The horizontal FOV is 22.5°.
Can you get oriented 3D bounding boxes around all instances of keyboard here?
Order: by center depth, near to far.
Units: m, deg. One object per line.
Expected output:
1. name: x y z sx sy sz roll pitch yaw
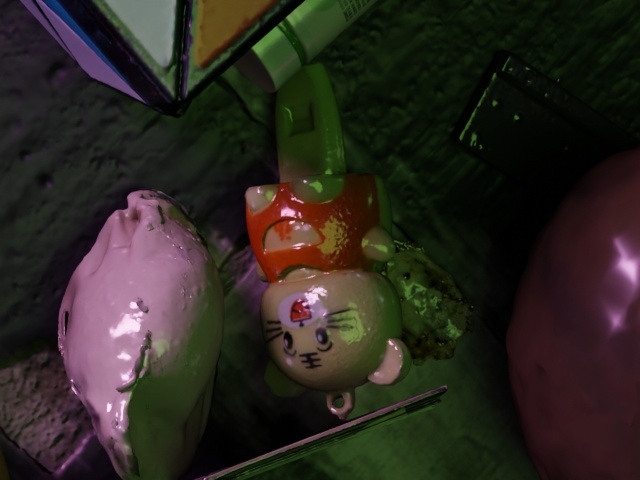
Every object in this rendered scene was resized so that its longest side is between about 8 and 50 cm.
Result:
1. keyboard: 0.259 -0.058 1.452 0.310 0.018 0.101 30 89 -24

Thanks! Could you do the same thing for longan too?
1. longan: 0.369 0.121 1.326 0.436 0.404 0.403 11 95 -18

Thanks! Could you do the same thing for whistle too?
1. whistle: 0.000 0.000 1.291 0.106 0.131 0.288 1 81 -58

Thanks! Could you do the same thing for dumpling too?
1. dumpling: -0.126 0.085 1.255 0.172 0.142 0.247 45 42 -47

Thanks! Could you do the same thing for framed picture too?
1. framed picture: -0.027 0.166 1.252 0.197 0.252 0.014 -18 84 -19

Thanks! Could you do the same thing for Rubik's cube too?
1. Rubik's cube: -0.123 -0.262 1.137 0.250 0.248 0.246 -44 111 -9

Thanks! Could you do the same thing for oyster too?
1. oyster: 0.085 0.045 1.393 0.086 0.029 0.132 -19 103 -25

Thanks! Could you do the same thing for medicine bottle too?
1. medicine bottle: 0.001 -0.208 1.284 0.183 0.086 0.086 -43 112 -10

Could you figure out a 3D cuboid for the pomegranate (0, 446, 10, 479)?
1. pomegranate: -0.355 0.208 1.095 0.319 0.319 0.319 -4 100 -22
